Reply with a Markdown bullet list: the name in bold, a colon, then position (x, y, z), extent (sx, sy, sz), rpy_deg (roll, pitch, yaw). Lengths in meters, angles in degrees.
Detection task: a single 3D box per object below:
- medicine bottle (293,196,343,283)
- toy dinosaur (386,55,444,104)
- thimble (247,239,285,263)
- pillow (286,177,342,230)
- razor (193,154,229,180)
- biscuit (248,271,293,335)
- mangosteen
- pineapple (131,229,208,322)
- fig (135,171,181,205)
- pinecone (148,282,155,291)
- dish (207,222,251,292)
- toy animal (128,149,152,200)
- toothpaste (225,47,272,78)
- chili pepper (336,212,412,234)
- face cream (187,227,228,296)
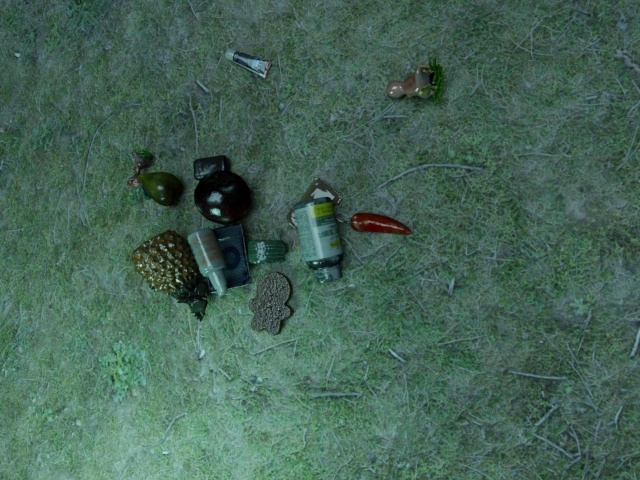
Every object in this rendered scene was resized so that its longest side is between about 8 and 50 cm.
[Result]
- **medicine bottle**: position (0.000, 0.000, 1.576), extent (0.141, 0.141, 0.293), rpy_deg (-11, 93, 15)
- **toy dinosaur**: position (0.327, -0.558, 1.542), extent (0.177, 0.194, 0.152), rpy_deg (1, 94, -5)
- **thimble**: position (-0.201, 0.041, 1.649), extent (0.135, 0.118, 0.090), rpy_deg (-1, 88, -22)
- **pillow**: position (-0.029, -0.124, 1.663), extent (0.135, 0.034, 0.211), rpy_deg (41, 98, 10)
- **razor**: position (-0.437, -0.292, 1.782), extent (0.148, 0.054, 0.090), rpy_deg (-8, 83, 14)
- **biscuit**: position (-0.183, 0.235, 1.670), extent (0.180, 0.039, 0.236), rpy_deg (12, 88, 19)
- **mangosteen**: position (-0.368, -0.150, 1.684), extent (0.216, 0.216, 0.216), rpy_deg (-1, 85, 16)
- **pineapple**: position (-0.536, 0.146, 1.694), extent (0.223, 0.223, 0.357), rpy_deg (-39, 87, 9)
- **fig**: position (-0.656, -0.220, 1.780), extent (0.185, 0.126, 0.133), rpy_deg (23, 94, -20)
- **pinecone**: position (-0.664, 0.166, 1.796), extent (0.077, 0.077, 0.083), rpy_deg (-29, 89, 12)
- **dish**: position (-0.350, 0.069, 1.711), extent (0.182, 0.080, 0.243), rpy_deg (-13, 80, 14)
- **toy animal**: position (-0.758, -0.271, 1.864), extent (0.103, 0.100, 0.208), rpy_deg (-8, 84, 54)
- **toothpaste**: position (-0.291, -0.717, 1.789), extent (0.193, 0.045, 0.071), rpy_deg (24, 100, 10)
- **chili pepper**: position (0.189, -0.059, 1.578), extent (0.272, 0.063, 0.071), rpy_deg (8, 85, 4)
- **face cream**: position (-0.399, 0.084, 1.631), extent (0.101, 0.101, 0.251), rpy_deg (-28, 78, 12)
